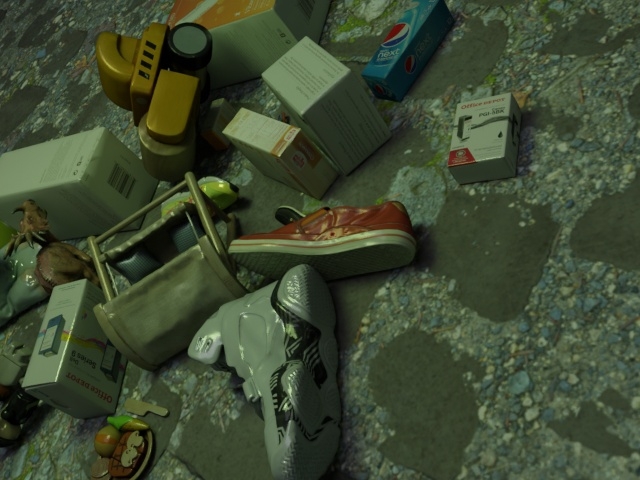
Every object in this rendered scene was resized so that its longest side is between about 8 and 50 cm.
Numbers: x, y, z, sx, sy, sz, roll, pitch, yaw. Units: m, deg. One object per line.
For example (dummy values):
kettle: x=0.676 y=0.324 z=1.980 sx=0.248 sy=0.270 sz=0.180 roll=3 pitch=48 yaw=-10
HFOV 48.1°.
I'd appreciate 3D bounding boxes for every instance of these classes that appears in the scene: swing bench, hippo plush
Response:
swing bench: x=-0.274 y=0.059 z=1.317 sx=0.253 sy=0.165 sz=0.255 roll=-32 pitch=46 yaw=11
hippo plush: x=-0.777 y=0.070 z=1.616 sx=0.294 sy=0.236 sz=0.234 roll=-41 pitch=44 yaw=3

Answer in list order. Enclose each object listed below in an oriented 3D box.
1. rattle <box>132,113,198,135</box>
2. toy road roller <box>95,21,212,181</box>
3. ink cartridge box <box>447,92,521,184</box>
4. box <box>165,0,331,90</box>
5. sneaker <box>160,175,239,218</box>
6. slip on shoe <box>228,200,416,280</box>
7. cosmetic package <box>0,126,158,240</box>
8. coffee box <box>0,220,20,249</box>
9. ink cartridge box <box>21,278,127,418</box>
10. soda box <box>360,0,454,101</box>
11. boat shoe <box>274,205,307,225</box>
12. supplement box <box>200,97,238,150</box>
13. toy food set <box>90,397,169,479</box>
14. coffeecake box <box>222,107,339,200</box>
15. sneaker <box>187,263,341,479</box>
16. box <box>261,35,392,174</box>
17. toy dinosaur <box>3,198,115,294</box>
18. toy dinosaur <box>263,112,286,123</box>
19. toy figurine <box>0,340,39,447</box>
rattle: x=-0.362 y=-0.338 z=1.678 sx=0.142 sy=0.130 sz=0.200 roll=-5 pitch=77 yaw=47
toy road roller: x=-0.369 y=-0.310 z=1.537 sx=0.240 sy=0.202 sz=0.330 roll=10 pitch=67 yaw=-6
ink cartridge box: x=0.269 y=-0.167 z=1.174 sx=0.099 sy=0.056 sz=0.135 roll=-7 pitch=55 yaw=33
box: x=-0.177 y=-0.506 z=1.667 sx=0.345 sy=0.168 sz=0.215 roll=-7 pitch=55 yaw=32
sneaker: x=-0.245 y=-0.059 z=1.452 sx=0.208 sy=0.081 sz=0.094 roll=-21 pitch=49 yaw=35
slip on shoe: x=0.000 y=0.000 z=1.197 sx=0.331 sy=0.123 sz=0.101 roll=-9 pitch=56 yaw=24
cosmetic package: x=-0.581 y=-0.116 z=1.647 sx=0.365 sy=0.197 sz=0.155 roll=-5 pitch=56 yaw=32
coffee box: x=-1.018 y=0.008 z=1.762 sx=0.334 sy=0.338 sz=0.338 roll=5 pitch=61 yaw=38
ink cartridge box: x=-0.441 y=0.203 z=1.335 sx=0.093 sy=0.154 sz=0.213 roll=-13 pitch=51 yaw=26
soda box: x=0.170 y=-0.374 z=1.389 sx=0.067 sy=0.071 sz=0.210 roll=21 pitch=73 yaw=43
boat shoe: x=-0.041 y=-0.026 z=1.295 sx=0.133 sy=0.049 sz=0.042 roll=27 pitch=68 yaw=40
supplement box: x=-0.221 y=-0.256 z=1.588 sx=0.036 sy=0.062 sz=0.099 roll=-7 pitch=54 yaw=34
toy food set: x=-0.345 y=0.363 z=1.230 sx=0.132 sy=0.038 sz=0.192 roll=1 pitch=59 yaw=36
coffeecake box: x=-0.076 y=-0.165 z=1.358 sx=0.185 sy=0.142 sz=0.068 roll=28 pitch=77 yaw=44
sneaker: x=-0.087 y=0.215 z=1.094 sx=0.210 sy=0.137 sz=0.366 roll=-21 pitch=43 yaw=23
box: x=0.011 y=-0.250 z=1.332 sx=0.119 sy=0.182 sz=0.181 roll=-40 pitch=44 yaw=1
toy dinosaur: x=-0.556 y=0.053 z=1.497 sx=0.127 sy=0.200 sz=0.295 roll=-48 pitch=45 yaw=-4
toy dinosaur: x=-0.080 y=-0.233 z=1.502 sx=0.090 sy=0.047 sz=0.082 roll=23 pitch=60 yaw=9
toy figurine: x=-0.666 y=0.286 z=1.401 sx=0.148 sy=0.213 sz=0.209 roll=-59 pitch=40 yaw=8
